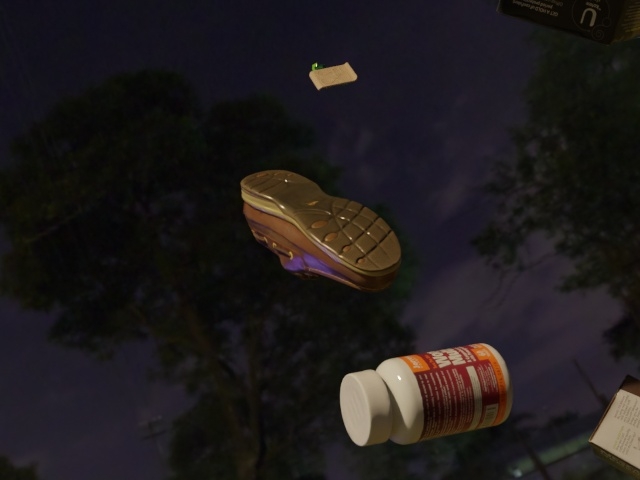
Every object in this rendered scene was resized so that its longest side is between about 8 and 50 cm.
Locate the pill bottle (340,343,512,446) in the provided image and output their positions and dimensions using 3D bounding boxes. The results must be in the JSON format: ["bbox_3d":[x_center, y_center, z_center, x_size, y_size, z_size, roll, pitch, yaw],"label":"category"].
[{"bbox_3d":[0.148,0.219,1.326,0.221,0.121,0.121,-7,-27,-22],"label":"pill bottle"}]

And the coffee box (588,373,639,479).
[{"bbox_3d":[0.459,0.273,1.133,0.098,0.246,0.141,-58,-25,-8],"label":"coffee box"}]

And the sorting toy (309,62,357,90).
[{"bbox_3d":[0.016,-0.249,1.413,0.062,0.083,0.012,-17,-53,-7],"label":"sorting toy"}]

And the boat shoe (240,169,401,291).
[{"bbox_3d":[-0.001,0.000,0.736,0.064,0.178,0.060,-18,-58,-32],"label":"boat shoe"}]

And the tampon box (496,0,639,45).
[{"bbox_3d":[0.260,-0.282,0.898,0.101,0.120,0.161,-23,-48,-52],"label":"tampon box"}]
